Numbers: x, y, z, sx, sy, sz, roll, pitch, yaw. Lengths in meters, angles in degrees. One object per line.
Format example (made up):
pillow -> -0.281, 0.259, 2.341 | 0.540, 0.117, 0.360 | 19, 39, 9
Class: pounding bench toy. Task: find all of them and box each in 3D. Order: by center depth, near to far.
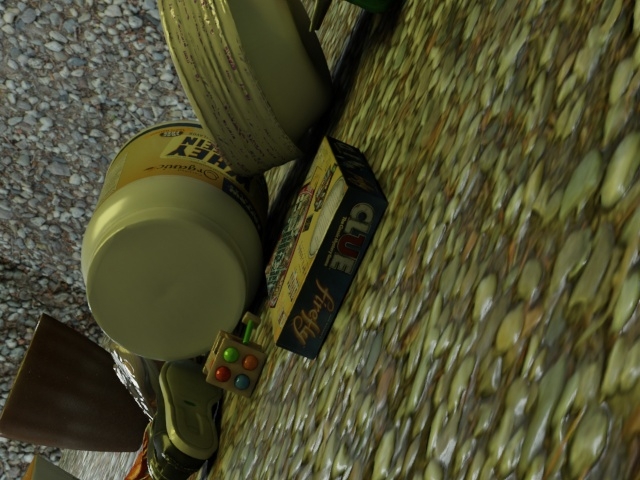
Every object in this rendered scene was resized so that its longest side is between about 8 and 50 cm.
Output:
pounding bench toy -> -0.088, 0.122, 1.609 | 0.065, 0.052, 0.083 | -150, 82, -80

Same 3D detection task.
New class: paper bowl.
paper bowl -> -0.083, -0.234, 1.855 | 0.148, 0.284, 0.284 | -22, 23, 11

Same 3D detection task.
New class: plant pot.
plant pot -> -0.393, 0.261, 2.423 | 0.215, 0.230, 0.215 | -157, 90, -81

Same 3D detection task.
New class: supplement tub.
supplement tub -> -0.184, -0.004, 1.886 | 0.316, 0.228, 0.228 | -91, 25, -66

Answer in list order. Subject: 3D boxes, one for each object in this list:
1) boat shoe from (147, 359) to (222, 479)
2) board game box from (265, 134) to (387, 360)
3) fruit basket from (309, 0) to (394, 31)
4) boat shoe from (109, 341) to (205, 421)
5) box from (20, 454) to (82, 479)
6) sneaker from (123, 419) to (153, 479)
boat shoe -> -0.169, 0.211, 1.750 | 0.079, 0.084, 0.233 | -60, 14, 20
board game box -> 0.000, 0.000, 1.433 | 0.243, 0.042, 0.165 | -105, 39, -74
fruit basket -> 0.044, -0.408, 1.763 | 0.353, 0.165, 0.327 | -101, 35, -79
boat shoe -> -0.215, 0.181, 2.053 | 0.116, 0.123, 0.324 | -35, -7, -13
box -> -0.394, 0.473, 2.062 | 0.215, 0.168, 0.345 | -58, 10, 1
sneaker -> -0.225, 0.313, 1.954 | 0.175, 0.064, 0.067 | -62, -10, 1
